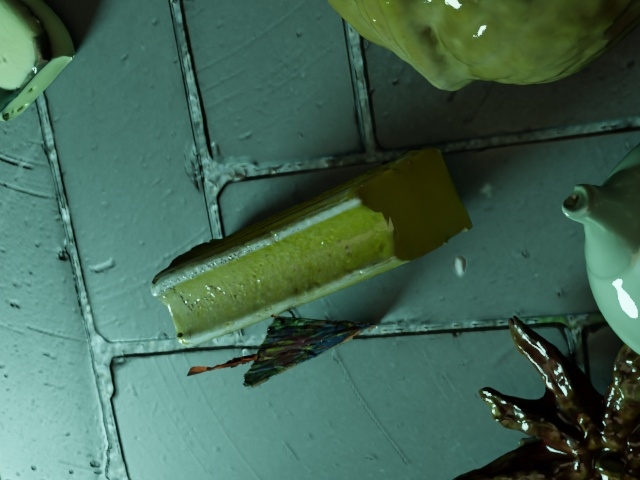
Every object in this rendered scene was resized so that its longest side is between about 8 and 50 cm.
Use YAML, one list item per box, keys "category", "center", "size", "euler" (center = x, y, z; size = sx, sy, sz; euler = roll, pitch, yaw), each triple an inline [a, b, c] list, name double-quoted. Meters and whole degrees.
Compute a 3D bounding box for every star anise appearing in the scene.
- category: "star anise"
  center: [0.244, 0.178, 0.770]
  size: [0.288, 0.088, 0.288]
  euler: [4, 103, 18]

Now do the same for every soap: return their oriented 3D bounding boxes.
- category: "soap"
  center: [0.000, 0.000, 0.763]
  size: [0.257, 0.160, 0.080]
  euler: [-22, 97, 21]

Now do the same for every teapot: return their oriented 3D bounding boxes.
- category: "teapot"
  center: [0.324, 0.054, 0.637]
  size: [0.219, 0.149, 0.318]
  euler: [-26, 77, -7]

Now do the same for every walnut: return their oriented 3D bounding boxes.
- category: "walnut"
  center: [0.122, -0.265, 0.603]
  size: [0.332, 0.333, 0.333]
  euler: [4, 104, 16]

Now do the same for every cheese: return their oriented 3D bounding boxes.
- category: "cheese"
  center: [-0.355, -0.245, 0.874]
  size: [0.127, 0.054, 0.251]
  euler: [-39, 89, 21]

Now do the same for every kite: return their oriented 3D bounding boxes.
- category: "kite"
  center: [-0.031, 0.096, 0.809]
  size: [0.189, 0.232, 0.009]
  euler: [-13, 69, -20]
